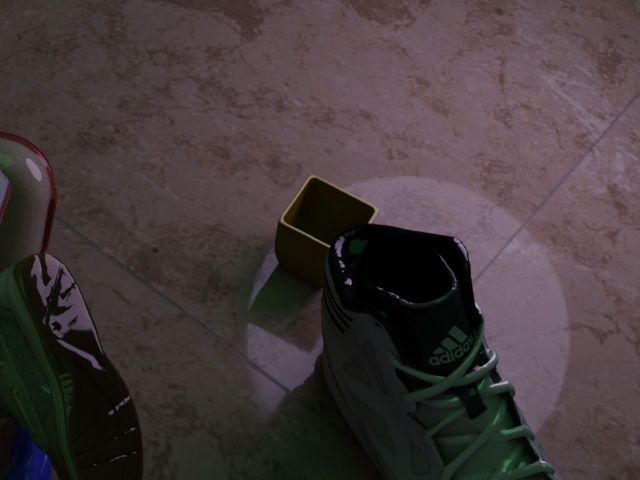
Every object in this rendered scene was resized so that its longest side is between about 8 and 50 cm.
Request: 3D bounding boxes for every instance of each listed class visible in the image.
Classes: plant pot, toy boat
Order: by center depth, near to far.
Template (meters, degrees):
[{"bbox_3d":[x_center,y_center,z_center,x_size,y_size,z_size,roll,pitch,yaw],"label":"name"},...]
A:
[{"bbox_3d":[-0.365,-0.053,1.241,0.231,0.151,0.151,13,18,-8],"label":"toy boat"},{"bbox_3d":[0.000,0.000,1.328,0.081,0.083,0.081,27,48,7],"label":"plant pot"}]

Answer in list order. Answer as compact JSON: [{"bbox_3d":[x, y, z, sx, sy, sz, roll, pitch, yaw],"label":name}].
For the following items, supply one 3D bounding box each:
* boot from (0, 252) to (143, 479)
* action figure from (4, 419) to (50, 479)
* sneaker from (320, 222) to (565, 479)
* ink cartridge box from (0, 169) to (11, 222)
[{"bbox_3d":[-0.237,0.131,1.023,0.077,0.165,0.213,-22,91,-57],"label":"boot"},{"bbox_3d":[-0.208,0.201,1.080,0.139,0.091,0.280,4,49,0],"label":"action figure"},{"bbox_3d":[0.110,0.169,1.078,0.169,0.257,0.447,-29,57,-8],"label":"sneaker"},{"bbox_3d":[-0.463,0.039,0.976,0.384,0.160,0.279,-11,46,18],"label":"ink cartridge box"}]
